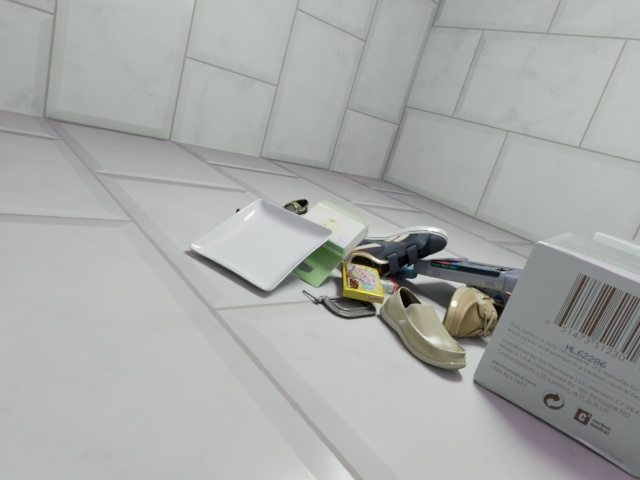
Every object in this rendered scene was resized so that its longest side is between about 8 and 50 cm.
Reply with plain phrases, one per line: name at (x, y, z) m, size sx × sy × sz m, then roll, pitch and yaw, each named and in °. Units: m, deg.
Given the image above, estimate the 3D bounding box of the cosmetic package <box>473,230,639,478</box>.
cosmetic package at (0.594, 0.194, 0.946) m, size 0.329 × 0.327 × 0.393 m, roll 28°, pitch 20°, yaw 33°

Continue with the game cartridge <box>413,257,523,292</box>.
game cartridge at (0.485, 0.096, 1.332) m, size 0.230 × 0.068 × 0.355 m, roll 5°, pitch 3°, yaw -43°

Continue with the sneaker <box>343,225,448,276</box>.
sneaker at (0.224, 0.043, 1.339) m, size 0.321 × 0.126 × 0.127 m, roll -6°, pitch 52°, yaw 15°

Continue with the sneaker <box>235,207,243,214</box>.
sneaker at (-0.210, -0.055, 1.417) m, size 0.081 × 0.080 × 0.211 m, roll 5°, pitch 21°, yaw -27°

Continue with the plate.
plate at (-0.149, 0.010, 1.169) m, size 0.277 × 0.045 × 0.278 m, roll 25°, pitch 45°, yaw 26°

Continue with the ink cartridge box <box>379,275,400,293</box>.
ink cartridge box at (0.196, 0.129, 1.301) m, size 0.115 × 0.029 × 0.063 m, roll 10°, pitch 16°, yaw -21°

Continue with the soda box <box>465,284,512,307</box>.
soda box at (0.567, 0.185, 1.419) m, size 0.074 × 0.069 × 0.216 m, roll 7°, pitch 18°, yaw -30°

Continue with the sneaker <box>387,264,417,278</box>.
sneaker at (0.230, 0.099, 1.419) m, size 0.162 × 0.063 × 0.073 m, roll 14°, pitch 34°, yaw 2°

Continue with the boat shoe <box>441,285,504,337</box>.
boat shoe at (0.403, 0.188, 1.146) m, size 0.110 × 0.122 × 0.341 m, roll 25°, pitch 17°, yaw 29°

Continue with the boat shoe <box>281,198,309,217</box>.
boat shoe at (-0.111, -0.127, 1.782) m, size 0.081 × 0.069 × 0.228 m, roll 21°, pitch 16°, yaw 15°

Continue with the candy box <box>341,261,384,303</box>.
candy box at (0.109, 0.110, 1.191) m, size 0.105 × 0.027 × 0.206 m, roll 14°, pitch 16°, yaw -3°

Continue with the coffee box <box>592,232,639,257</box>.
coffee box at (0.998, 0.203, 1.309) m, size 0.337 × 0.334 × 0.338 m, roll 9°, pitch 15°, yaw -21°

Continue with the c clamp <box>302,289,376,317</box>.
c clamp at (0.057, 0.150, 1.102) m, size 0.160 × 0.022 × 0.137 m, roll 4°, pitch 20°, yaw -36°

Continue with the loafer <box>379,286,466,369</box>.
loafer at (0.230, 0.192, 1.009) m, size 0.102 × 0.092 × 0.268 m, roll 6°, pitch 19°, yaw -32°

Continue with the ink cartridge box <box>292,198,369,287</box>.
ink cartridge box at (0.000, 0.000, 1.234) m, size 0.171 × 0.056 × 0.235 m, roll 30°, pitch 57°, yaw 27°
